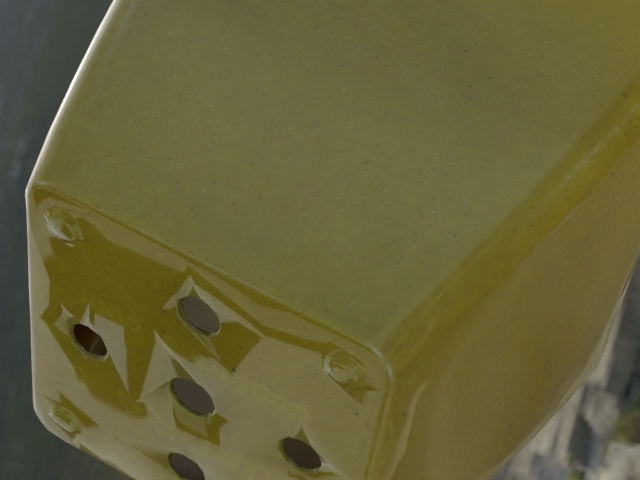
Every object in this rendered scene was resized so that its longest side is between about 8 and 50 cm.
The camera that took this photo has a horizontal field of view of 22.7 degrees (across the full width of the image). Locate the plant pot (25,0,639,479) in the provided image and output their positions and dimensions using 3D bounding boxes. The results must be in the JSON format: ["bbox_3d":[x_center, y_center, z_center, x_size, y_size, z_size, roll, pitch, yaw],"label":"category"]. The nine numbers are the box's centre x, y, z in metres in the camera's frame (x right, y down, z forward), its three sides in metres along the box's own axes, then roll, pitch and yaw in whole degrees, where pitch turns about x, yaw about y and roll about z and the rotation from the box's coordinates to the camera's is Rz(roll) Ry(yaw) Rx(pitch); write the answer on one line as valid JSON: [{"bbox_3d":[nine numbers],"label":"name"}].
[{"bbox_3d":[0.000,0.000,0.616,0.187,0.212,0.212,-51,-20,-40],"label":"plant pot"}]
